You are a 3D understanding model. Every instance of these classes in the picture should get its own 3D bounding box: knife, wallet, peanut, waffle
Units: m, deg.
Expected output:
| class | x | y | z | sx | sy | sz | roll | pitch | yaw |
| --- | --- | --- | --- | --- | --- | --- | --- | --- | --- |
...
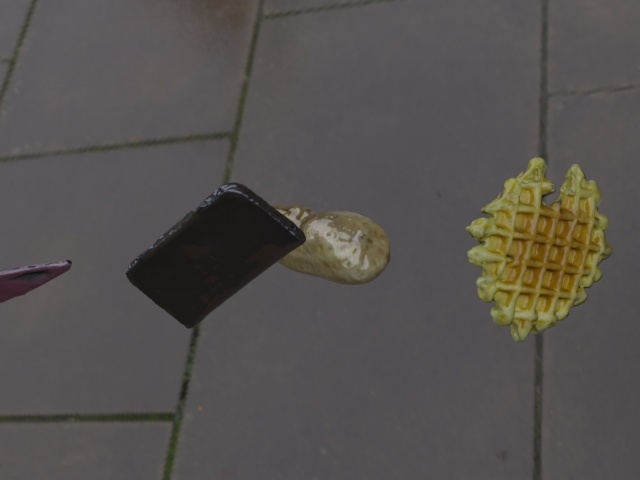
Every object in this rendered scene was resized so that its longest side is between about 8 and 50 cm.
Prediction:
| class | x | y | z | sx | sy | sz | roll | pitch | yaw |
| --- | --- | --- | --- | --- | --- | --- | --- | --- | --- |
| knife | -0.259 | 0.049 | 0.624 | 0.247 | 0.035 | 0.018 | -14 | 52 | -2 |
| wallet | -0.180 | 0.025 | 1.821 | 0.309 | 0.165 | 0.042 | -37 | 22 | 34 |
| peanut | 0.000 | 0.000 | 1.898 | 0.253 | 0.137 | 0.122 | 11 | 57 | 34 |
| waffle | 0.334 | 0.012 | 1.641 | 0.261 | 0.250 | 0.056 | -42 | 27 | -21 |
